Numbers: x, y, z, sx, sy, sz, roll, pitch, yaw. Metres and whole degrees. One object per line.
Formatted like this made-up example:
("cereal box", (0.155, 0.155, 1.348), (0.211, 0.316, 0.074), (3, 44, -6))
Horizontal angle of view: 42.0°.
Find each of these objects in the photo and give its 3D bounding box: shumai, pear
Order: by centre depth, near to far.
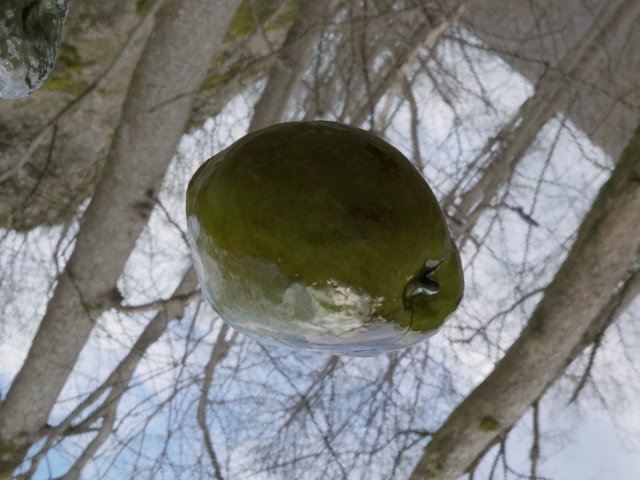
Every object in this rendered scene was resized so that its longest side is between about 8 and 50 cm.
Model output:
("shumai", (-0.149, -0.122, 0.436), (0.080, 0.083, 0.082), (-27, -94, -20))
("pear", (0.000, 0.000, 0.887), (0.321, 0.269, 0.269), (24, -164, 37))
